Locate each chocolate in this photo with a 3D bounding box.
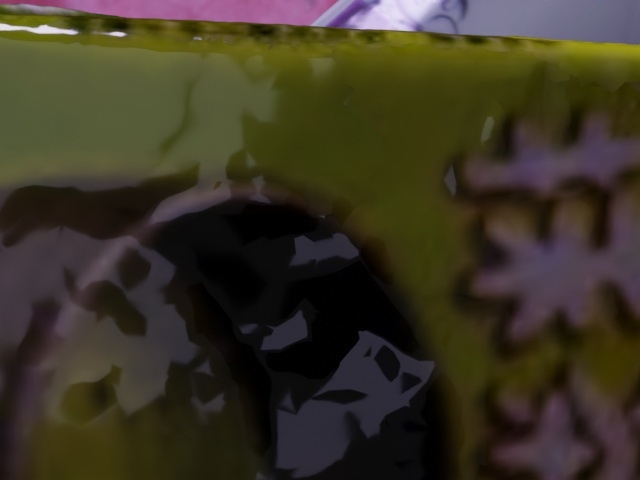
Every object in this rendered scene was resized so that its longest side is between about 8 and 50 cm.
[{"bbox_3d":[-0.008,0.074,0.458,0.288,0.137,0.301,2,88,-8],"label":"chocolate"}]

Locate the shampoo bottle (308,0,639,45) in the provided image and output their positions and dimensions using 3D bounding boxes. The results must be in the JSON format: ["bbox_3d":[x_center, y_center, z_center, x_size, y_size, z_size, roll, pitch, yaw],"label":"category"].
[{"bbox_3d":[0.000,0.000,0.570,0.359,0.078,0.134,-42,81,-7],"label":"shampoo bottle"}]
